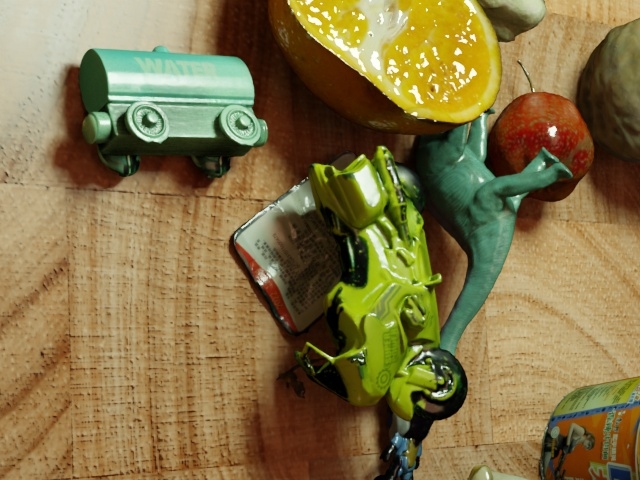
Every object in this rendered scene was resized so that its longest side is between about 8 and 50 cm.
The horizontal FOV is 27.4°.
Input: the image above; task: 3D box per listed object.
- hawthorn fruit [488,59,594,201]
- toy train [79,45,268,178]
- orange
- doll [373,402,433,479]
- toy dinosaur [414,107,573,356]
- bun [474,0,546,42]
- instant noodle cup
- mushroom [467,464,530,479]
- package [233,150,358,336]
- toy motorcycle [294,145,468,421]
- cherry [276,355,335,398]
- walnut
[{"bbox_3d":[0.325,-0.161,1.938,0.163,0.163,0.203,35,46,-29],"label":"hawthorn fruit"},{"bbox_3d":[-0.178,-0.163,1.576,0.248,0.101,0.159,-1,68,-38],"label":"toy train"},{"bbox_3d":[0.086,-0.268,1.691,0.310,0.274,0.274,13,69,11],"label":"orange"},{"bbox_3d":[0.122,0.239,1.753,0.096,0.070,0.195,27,74,-49],"label":"doll"},{"bbox_3d":[0.159,-0.039,1.809,0.331,0.383,0.129,-49,147,7],"label":"toy dinosaur"},{"bbox_3d":[0.215,-0.357,1.852,0.210,0.237,0.116,43,96,4],"label":"bun"},{"bbox_3d":[0.475,0.325,1.919,0.296,0.214,0.296,7,78,-37],"label":"instant noodle cup"},{"bbox_3d":[0.331,0.433,1.869,0.351,0.097,0.109,44,80,-18],"label":"mushroom"},{"bbox_3d":[0.000,0.000,1.718,0.232,0.040,0.166,-40,104,-27],"label":"package"},{"bbox_3d":[0.058,0.063,1.621,0.206,0.142,0.342,-6,79,-27],"label":"toy motorcycle"},{"bbox_3d":[0.057,0.150,1.703,0.225,0.090,0.107,-36,81,-25],"label":"cherry"},{"bbox_3d":[0.527,-0.239,2.040,0.248,0.248,0.248,7,79,-37],"label":"walnut"}]
